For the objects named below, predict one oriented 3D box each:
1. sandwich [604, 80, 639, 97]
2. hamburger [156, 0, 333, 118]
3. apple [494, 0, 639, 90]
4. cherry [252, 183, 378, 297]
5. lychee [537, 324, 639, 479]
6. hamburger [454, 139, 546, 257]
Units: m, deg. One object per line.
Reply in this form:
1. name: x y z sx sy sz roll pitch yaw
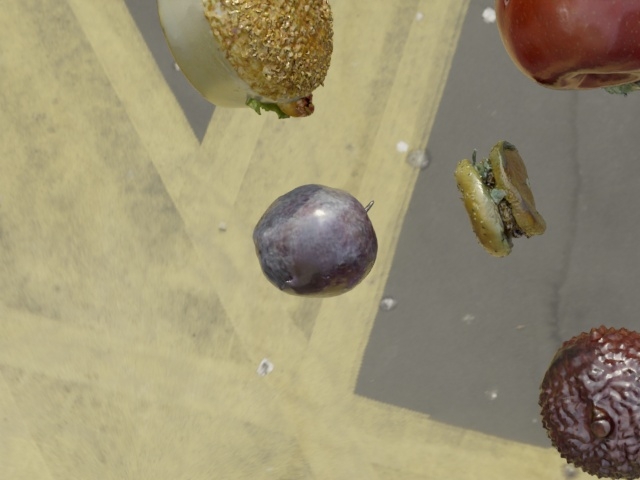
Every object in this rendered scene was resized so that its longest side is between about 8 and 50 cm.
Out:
1. sandwich: 0.500 -0.365 1.498 0.325 0.131 0.262 25 70 20
2. hamburger: -0.090 -0.317 1.328 0.179 0.294 0.276 -11 57 26
3. apple: 0.368 -0.320 1.290 0.260 0.260 0.216 -7 90 -12
4. cherry: -0.011 0.001 1.452 0.195 0.195 0.195 3 74 -10
5. lychee: 0.241 0.128 0.778 0.123 0.123 0.129 48 48 5
6. hamburger: 0.279 -0.071 1.527 0.185 0.113 0.177 50 30 -26
